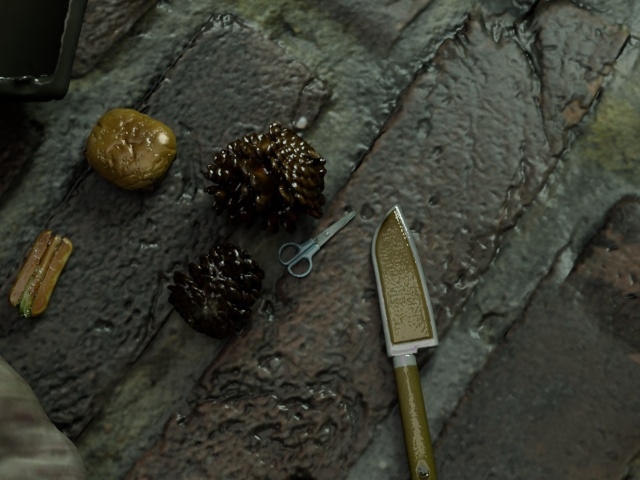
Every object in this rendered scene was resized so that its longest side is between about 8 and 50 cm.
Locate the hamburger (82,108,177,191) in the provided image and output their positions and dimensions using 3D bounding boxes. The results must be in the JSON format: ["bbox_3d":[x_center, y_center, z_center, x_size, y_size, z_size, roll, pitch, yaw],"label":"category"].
[{"bbox_3d":[-0.174,-0.083,0.909,0.083,0.044,0.076,22,76,6],"label":"hamburger"}]

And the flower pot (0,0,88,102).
[{"bbox_3d":[-0.342,-0.247,0.847,0.379,0.379,0.251,-1,95,2],"label":"flower pot"}]

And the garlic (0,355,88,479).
[{"bbox_3d":[-0.340,0.180,0.723,0.317,0.259,0.318,-1,76,5],"label":"garlic"}]

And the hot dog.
[{"bbox_3d":[-0.251,0.032,0.888,0.037,0.021,0.083,28,72,-11],"label":"hot dog"}]

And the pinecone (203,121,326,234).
[{"bbox_3d":[-0.048,-0.057,0.872,0.109,0.102,0.102,7,73,15],"label":"pinecone"}]

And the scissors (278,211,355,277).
[{"bbox_3d":[0.000,0.000,0.895,0.083,0.006,0.036,-38,77,-9],"label":"scissors"}]

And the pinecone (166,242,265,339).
[{"bbox_3d":[-0.088,0.043,0.854,0.077,0.077,0.083,34,51,12],"label":"pinecone"}]

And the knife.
[{"bbox_3d":[0.079,0.087,0.855,0.046,0.022,0.256,-10,68,6],"label":"knife"}]
